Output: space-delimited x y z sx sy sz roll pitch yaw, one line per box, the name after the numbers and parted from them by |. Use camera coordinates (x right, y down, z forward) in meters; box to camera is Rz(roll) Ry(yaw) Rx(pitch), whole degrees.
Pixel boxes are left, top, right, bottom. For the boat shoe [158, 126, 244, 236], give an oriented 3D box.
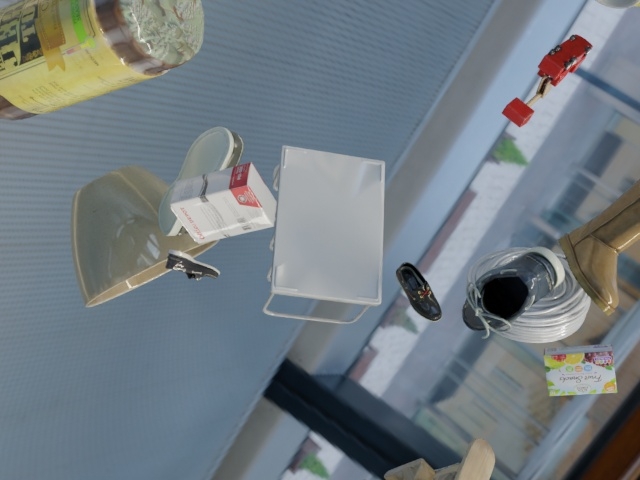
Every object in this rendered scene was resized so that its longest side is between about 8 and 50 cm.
-0.223 -0.113 1.791 0.091 0.109 0.305 3 144 -36 | boat shoe

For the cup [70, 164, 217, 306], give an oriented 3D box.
-0.428 -0.028 2.035 0.331 0.237 0.331 -28 179 -1 | cup

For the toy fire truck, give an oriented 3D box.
0.432 -0.304 1.723 0.192 0.047 0.135 -36 161 -40 | toy fire truck

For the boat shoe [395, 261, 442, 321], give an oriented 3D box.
0.195 0.102 1.794 0.049 0.133 0.042 -29 162 -18 | boat shoe

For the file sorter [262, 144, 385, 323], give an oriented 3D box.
0.000 0.000 1.665 0.173 0.193 0.277 120 -25 -64 | file sorter

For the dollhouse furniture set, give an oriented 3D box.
0.318 0.592 1.934 0.362 0.394 0.256 -35 -168 42 | dollhouse furniture set

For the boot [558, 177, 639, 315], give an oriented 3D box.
0.595 -0.015 1.718 0.269 0.236 0.089 -39 126 21 | boot

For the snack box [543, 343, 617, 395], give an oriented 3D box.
0.552 0.276 1.931 0.037 0.141 0.100 -57 137 -64 | snack box

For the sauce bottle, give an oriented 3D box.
-0.272 -0.176 0.874 0.111 0.344 0.111 24 60 -52 | sauce bottle

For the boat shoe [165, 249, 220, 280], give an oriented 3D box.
-0.233 0.052 1.651 0.125 0.046 0.038 31 73 -52 | boat shoe

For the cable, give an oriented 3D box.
0.438 0.110 1.921 0.257 0.257 0.089 -47 148 -46 | cable

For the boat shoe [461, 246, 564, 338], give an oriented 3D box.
0.276 0.090 1.390 0.079 0.095 0.254 -29 174 -28 | boat shoe

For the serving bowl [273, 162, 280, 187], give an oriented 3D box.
-0.084 -0.142 2.129 0.027 0.083 0.083 -26 145 -40 | serving bowl

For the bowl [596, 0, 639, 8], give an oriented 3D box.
0.596 -0.547 1.767 0.156 0.289 0.289 -62 158 -19 | bowl

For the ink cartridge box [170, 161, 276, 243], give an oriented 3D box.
-0.150 -0.057 1.413 0.099 0.135 0.056 60 26 -43 | ink cartridge box
